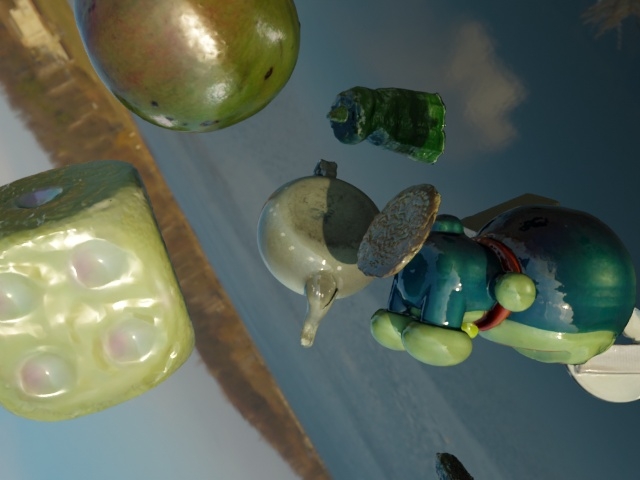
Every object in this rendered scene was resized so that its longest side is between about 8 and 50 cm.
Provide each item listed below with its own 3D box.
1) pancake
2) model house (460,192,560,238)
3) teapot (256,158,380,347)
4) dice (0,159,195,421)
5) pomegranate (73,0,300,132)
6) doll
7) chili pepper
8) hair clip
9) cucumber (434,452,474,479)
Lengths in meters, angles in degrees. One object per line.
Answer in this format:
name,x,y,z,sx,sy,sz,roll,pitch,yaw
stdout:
pancake,0.075,-0.010,0.818,0.011,0.115,0.115,35,-177,-24
model house,0.378,0.065,1.547,0.176,0.181,0.248,-140,29,-69
teapot,0.000,0.000,1.237,0.129,0.193,0.294,117,160,-46
dice,-0.312,0.053,1.077,0.254,0.252,0.249,-126,20,-63
pomegranate,-0.078,-0.191,0.657,0.181,0.224,0.181,43,-158,-22
doll,0.225,0.051,0.963,0.198,0.322,0.186,12,99,60
chili pepper,0.118,-0.223,1.584,0.099,0.270,0.136,36,116,50
hair clip,0.441,0.163,1.215,0.054,0.220,0.140,-6,-85,-77
cucumber,0.247,0.443,1.371,0.293,0.068,0.067,-111,-4,-58
